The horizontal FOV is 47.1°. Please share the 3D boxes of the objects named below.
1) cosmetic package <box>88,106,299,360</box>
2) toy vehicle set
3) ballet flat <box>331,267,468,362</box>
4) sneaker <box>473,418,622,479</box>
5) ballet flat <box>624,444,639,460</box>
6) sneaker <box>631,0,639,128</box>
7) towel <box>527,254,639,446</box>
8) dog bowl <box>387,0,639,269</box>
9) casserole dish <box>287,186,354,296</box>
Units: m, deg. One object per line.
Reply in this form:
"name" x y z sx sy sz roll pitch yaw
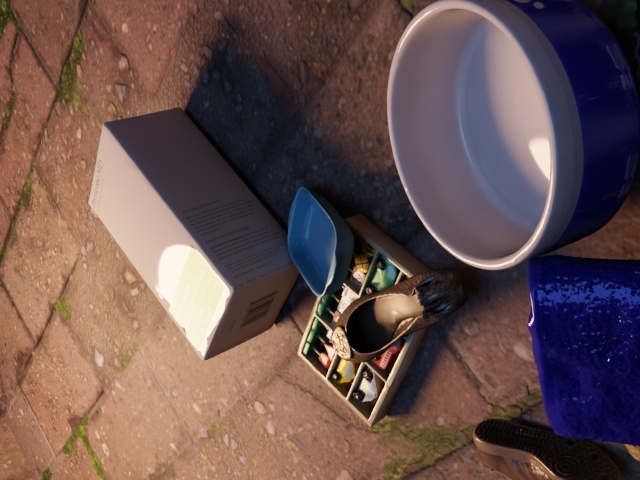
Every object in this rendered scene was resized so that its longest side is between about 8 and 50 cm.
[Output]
"cosmetic package" -0.209 -0.020 1.183 0.365 0.155 0.197 47 136 22
"toy vehicle set" 0.064 0.116 1.041 0.166 0.035 0.267 40 130 29
"ballet flat" 0.085 0.102 0.943 0.250 0.058 0.084 -32 80 47
"sneaker" 0.273 0.271 0.880 0.188 0.066 0.071 14 131 48
"ballet flat" 0.398 0.224 0.731 0.206 0.073 0.067 25 149 41
"sneaker" 0.311 -0.156 0.636 0.146 0.102 0.293 -40 75 47
"towel" 0.341 0.115 0.633 0.308 0.076 0.228 -1 130 31
"dog bowl" 0.178 -0.111 0.729 0.265 0.104 0.265 47 145 47
"casserole dish" 0.000 0.000 1.018 0.188 0.037 0.114 -128 45 -55
